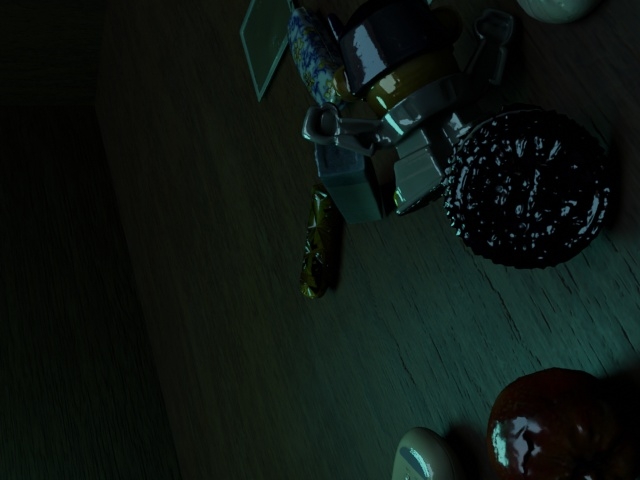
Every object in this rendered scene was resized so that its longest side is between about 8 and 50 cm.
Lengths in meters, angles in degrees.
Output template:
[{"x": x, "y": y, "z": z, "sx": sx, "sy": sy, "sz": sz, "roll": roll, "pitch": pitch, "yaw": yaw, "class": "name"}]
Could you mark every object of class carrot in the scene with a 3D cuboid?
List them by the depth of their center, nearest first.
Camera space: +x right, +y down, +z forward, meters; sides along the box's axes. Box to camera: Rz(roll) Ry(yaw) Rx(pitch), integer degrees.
[{"x": 0.000, "y": 0.000, "z": 1.534, "sx": 0.069, "sy": 0.068, "sz": 0.229, "roll": 40, "pitch": 128, "yaw": 57, "class": "carrot"}]

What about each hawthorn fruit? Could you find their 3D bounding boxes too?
[{"x": 0.272, "y": 0.217, "z": 0.894, "sx": 0.173, "sy": 0.179, "sz": 0.174, "roll": 3, "pitch": 98, "yaw": 24, "class": "hawthorn fruit"}]

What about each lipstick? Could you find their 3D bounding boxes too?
[{"x": 0.050, "y": -0.091, "z": 1.219, "sx": 0.317, "sy": 0.068, "sz": 0.066, "roll": 51, "pitch": -148, "yaw": -76, "class": "lipstick"}]

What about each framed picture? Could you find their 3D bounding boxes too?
[{"x": -0.115, "y": -0.472, "z": 1.749, "sx": 0.273, "sy": 0.016, "sz": 0.217, "roll": 127, "pitch": 133, "yaw": -54, "class": "framed picture"}]

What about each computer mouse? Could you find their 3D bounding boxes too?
[{"x": 0.168, "y": 0.402, "z": 1.224, "sx": 0.145, "sy": 0.081, "sz": 0.237, "roll": 33, "pitch": 126, "yaw": 58, "class": "computer mouse"}]

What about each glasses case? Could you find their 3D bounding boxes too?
[{"x": -0.006, "y": -0.337, "z": 1.483, "sx": 0.248, "sy": 0.065, "sz": 0.087, "roll": 66, "pitch": 148, "yaw": 33, "class": "glasses case"}]

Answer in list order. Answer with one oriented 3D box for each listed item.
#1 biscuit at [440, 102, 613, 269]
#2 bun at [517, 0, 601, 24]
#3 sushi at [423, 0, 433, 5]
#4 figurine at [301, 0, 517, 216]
[{"x": 0.234, "y": -0.058, "z": 0.908, "sx": 0.053, "sy": 0.194, "sz": 0.195, "roll": -56, "pitch": -30, "yaw": -72, "class": "biscuit"}, {"x": 0.260, "y": -0.316, "z": 0.897, "sx": 0.138, "sy": 0.094, "sz": 0.138, "roll": 13, "pitch": 105, "yaw": 60, "class": "bun"}, {"x": 0.147, "y": -0.467, "z": 1.166, "sx": 0.192, "sy": 0.040, "sz": 0.210, "roll": 144, "pitch": 118, "yaw": -61, "class": "sushi"}, {"x": 0.123, "y": -0.197, "z": 1.015, "sx": 0.143, "sy": 0.308, "sz": 0.309, "roll": 142, "pitch": 121, "yaw": -75, "class": "figurine"}]
